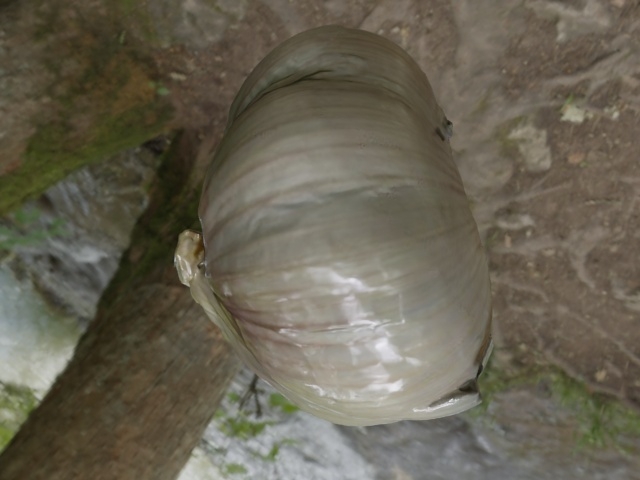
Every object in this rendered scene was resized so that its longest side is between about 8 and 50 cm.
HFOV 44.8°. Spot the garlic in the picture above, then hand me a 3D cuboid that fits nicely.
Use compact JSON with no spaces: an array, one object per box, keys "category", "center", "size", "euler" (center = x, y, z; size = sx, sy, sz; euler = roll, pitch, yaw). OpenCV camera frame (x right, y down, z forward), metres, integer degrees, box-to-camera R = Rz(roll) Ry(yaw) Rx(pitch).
[{"category":"garlic","center":[0.016,-0.006,0.619],"size":[0.322,0.241,0.322],"euler":[46,147,44]}]
